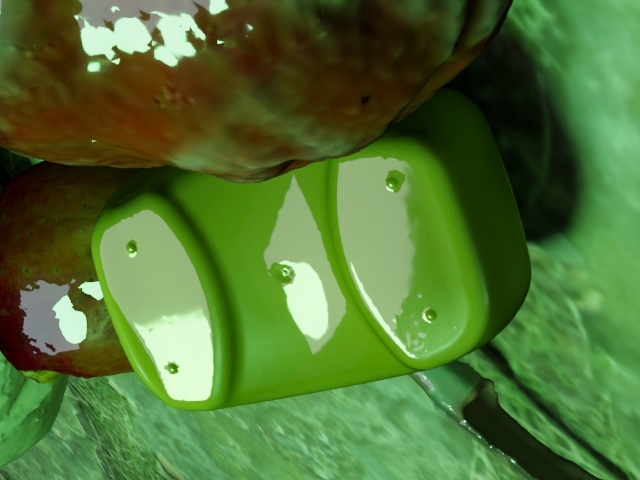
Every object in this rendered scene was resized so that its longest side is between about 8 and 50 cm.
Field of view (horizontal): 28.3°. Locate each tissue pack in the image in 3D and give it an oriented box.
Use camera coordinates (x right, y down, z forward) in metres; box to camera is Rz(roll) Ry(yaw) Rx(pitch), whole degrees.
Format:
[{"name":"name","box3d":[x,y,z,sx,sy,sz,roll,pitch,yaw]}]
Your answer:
[{"name":"tissue pack","box3d":[0.000,0.000,0.565,0.178,0.127,0.123,-13,103,20]}]

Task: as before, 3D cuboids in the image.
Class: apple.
[{"name":"apple","box3d":[-0.134,0.011,0.809,0.158,0.156,0.147,-20,110,32]}]

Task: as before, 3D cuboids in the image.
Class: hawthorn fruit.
[{"name":"hawthorn fruit","box3d":[-0.034,-0.125,0.444,0.242,0.242,0.271,46,-176,10]}]

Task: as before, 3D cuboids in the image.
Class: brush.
[{"name":"brush","box3d":[0.033,0.047,0.676,0.301,0.084,0.071,40,150,10]}]

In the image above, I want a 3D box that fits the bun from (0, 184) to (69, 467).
[{"name":"bun","box3d":[-0.346,0.020,1.072,0.365,0.219,0.365,46,170,11]}]
